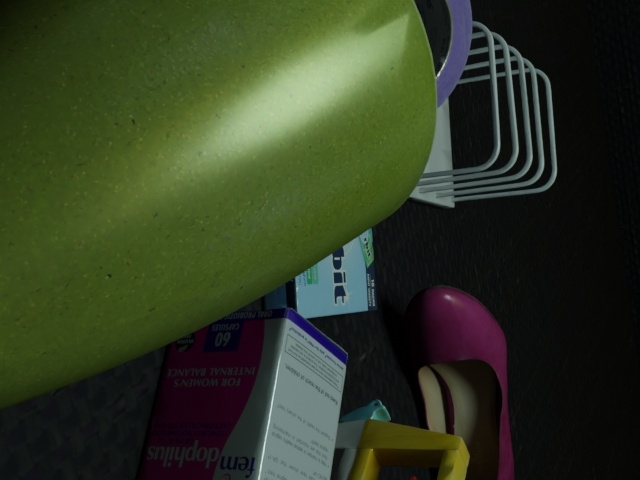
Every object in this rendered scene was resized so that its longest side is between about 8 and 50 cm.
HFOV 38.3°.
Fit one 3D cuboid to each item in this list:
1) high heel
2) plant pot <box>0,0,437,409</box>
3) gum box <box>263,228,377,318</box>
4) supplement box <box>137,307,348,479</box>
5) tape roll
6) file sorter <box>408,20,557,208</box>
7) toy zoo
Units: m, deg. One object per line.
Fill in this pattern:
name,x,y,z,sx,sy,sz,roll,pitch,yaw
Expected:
high heel,0.186,0.223,1.170,0.377,0.127,0.181,62,24,-43
plant pot,-0.126,-0.045,0.526,0.293,0.275,0.274,-42,124,-39
gum box,0.000,0.000,0.954,0.184,0.041,0.156,1,84,-62
supplement box,-0.063,0.175,0.725,0.114,0.111,0.219,44,47,-51
tape roll,0.070,-0.223,0.995,0.189,0.080,0.188,-14,114,-35
file sorter,0.185,-0.156,1.198,0.278,0.173,0.192,6,79,-62
toy zoo,0.012,0.251,0.769,0.030,0.193,0.293,64,35,-35
